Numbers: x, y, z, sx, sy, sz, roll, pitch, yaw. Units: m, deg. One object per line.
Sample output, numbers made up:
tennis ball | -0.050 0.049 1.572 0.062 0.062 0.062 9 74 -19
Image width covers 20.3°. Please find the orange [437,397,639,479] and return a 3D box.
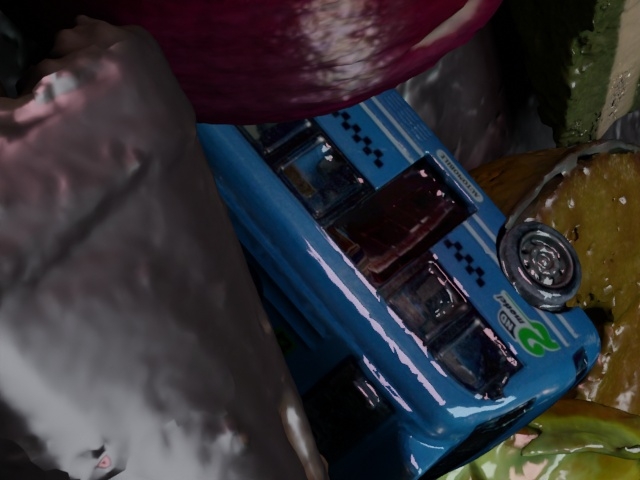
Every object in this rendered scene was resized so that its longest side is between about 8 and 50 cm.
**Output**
orange | 0.063 0.199 0.932 0.334 0.196 0.262 4 104 -20

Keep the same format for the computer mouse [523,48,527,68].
computer mouse | 0.197 -0.181 1.201 0.229 0.068 0.113 -50 121 -16

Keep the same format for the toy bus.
toy bus | 0.000 0.000 0.804 0.246 0.113 0.134 50 49 5

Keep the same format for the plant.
plant | -0.109 0.014 0.548 0.256 0.164 0.142 50 52 -10

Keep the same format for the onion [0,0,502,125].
onion | 0.019 -0.223 0.633 0.348 0.385 0.348 -12 90 -90

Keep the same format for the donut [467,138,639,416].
donut | 0.129 0.064 1.126 0.272 0.107 0.272 -13 107 -49

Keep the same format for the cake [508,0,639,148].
cake | 0.198 -0.186 1.056 0.158 0.172 0.283 -29 117 -25
